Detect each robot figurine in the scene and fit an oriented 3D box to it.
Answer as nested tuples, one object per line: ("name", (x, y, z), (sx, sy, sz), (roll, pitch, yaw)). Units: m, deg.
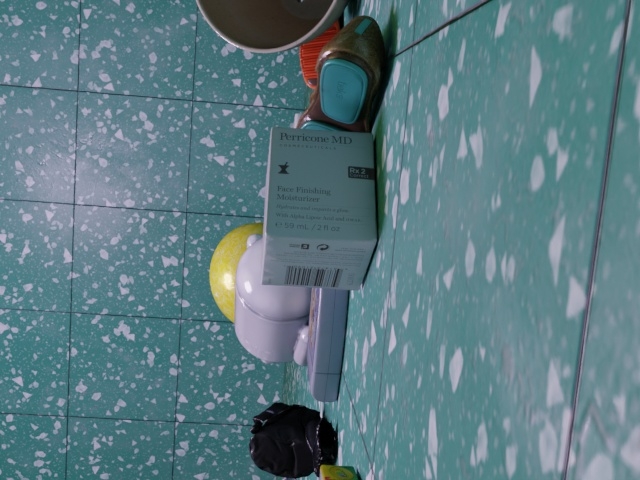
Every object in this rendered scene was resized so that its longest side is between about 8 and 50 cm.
("robot figurine", (-0.082, 0.124, 1.548), (0.300, 0.199, 0.354), (54, 153, 31))

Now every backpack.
("backpack", (-0.060, 0.392, 1.430), (0.182, 0.151, 0.115), (-38, -38, -80))

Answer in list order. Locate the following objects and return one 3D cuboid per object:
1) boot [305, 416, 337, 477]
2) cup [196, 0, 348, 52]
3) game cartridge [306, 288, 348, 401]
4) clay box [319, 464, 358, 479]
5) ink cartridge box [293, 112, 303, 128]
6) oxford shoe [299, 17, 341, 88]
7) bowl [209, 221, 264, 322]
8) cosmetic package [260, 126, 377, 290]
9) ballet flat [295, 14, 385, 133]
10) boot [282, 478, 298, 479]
("boot", (0.002, 0.348, 1.283), (0.121, 0.045, 0.099), (-101, 12, -45))
("cup", (-0.059, -0.540, 1.461), (0.237, 0.331, 0.331), (-23, -60, -65))
("game cartridge", (0.012, 0.125, 1.311), (0.198, 0.062, 0.297), (-88, 3, -80))
("clay box", (0.028, 0.374, 0.891), (0.222, 0.053, 0.128), (-163, 78, -84))
("ink cartridge box", (-0.035, -0.209, 1.914), (0.154, 0.093, 0.213), (119, 153, -77))
("oxford shoe", (0.014, -0.459, 1.683), (0.098, 0.096, 0.272), (53, -139, -66))
("bowl", (-0.117, 0.083, 1.830), (0.156, 0.289, 0.290), (-18, 66, 59))
("cosmetic package", (-0.005, -0.044, 1.046), (0.151, 0.151, 0.184), (102, 169, -59))
("ballet flat", (0.033, -0.210, 1.095), (0.342, 0.116, 0.124), (104, -171, -64))
("boot", (-0.054, 0.607, 1.694), (0.190, 0.069, 0.086), (-109, 30, -58))
